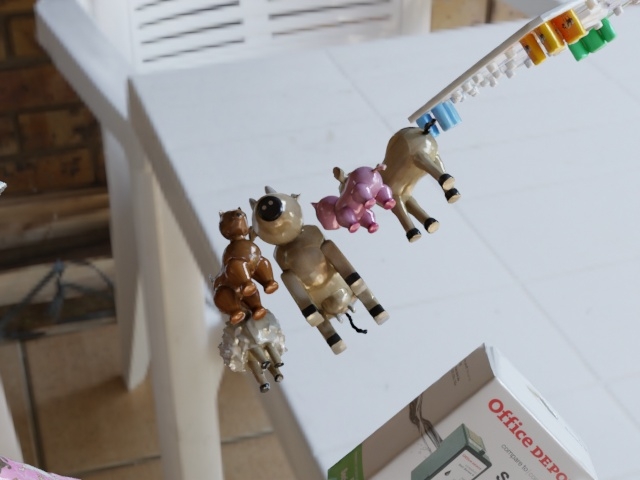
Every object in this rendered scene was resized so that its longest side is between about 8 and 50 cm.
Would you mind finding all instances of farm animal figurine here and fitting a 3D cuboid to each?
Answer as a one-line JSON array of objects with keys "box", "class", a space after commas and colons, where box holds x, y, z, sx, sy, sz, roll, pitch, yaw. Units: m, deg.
[{"box": [0.000, 0.000, 1.454, 0.330, 0.327, 0.172, -25, 55, -14], "class": "farm animal figurine"}]

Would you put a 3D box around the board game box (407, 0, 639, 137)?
[{"box": [0.357, -0.289, 1.643, 0.390, 0.050, 0.390, -29, -2, -23], "class": "board game box"}]

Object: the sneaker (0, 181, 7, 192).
[{"box": [-0.515, -0.077, 1.701, 0.073, 0.063, 0.162, 40, 5, -1], "class": "sneaker"}]

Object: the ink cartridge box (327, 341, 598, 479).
[{"box": [0.181, 0.308, 1.515, 0.289, 0.211, 0.121, -42, 11, 13], "class": "ink cartridge box"}]

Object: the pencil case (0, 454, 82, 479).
[{"box": [-0.461, 0.385, 1.671, 0.386, 0.160, 0.167, 31, 3, -43], "class": "pencil case"}]
